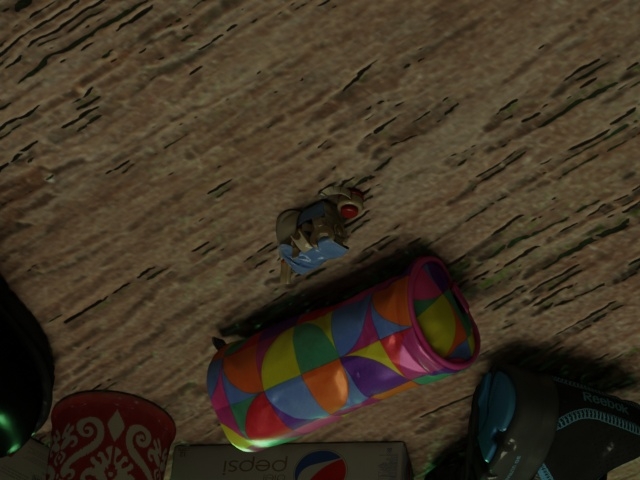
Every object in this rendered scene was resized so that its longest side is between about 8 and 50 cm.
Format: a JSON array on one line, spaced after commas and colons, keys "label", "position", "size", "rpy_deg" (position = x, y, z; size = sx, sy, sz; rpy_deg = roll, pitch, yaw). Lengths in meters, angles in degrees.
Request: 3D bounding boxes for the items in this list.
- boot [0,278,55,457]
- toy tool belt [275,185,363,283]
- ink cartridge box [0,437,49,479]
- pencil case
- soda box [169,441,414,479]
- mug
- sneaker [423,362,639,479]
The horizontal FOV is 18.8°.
[{"label": "boot", "position": [-0.317, 0.144, 1.513], "size": [0.131, 0.260, 0.348], "rpy_deg": [-2, 143, 11]}, {"label": "toy tool belt", "position": [0.000, 0.000, 1.449], "size": [0.052, 0.051, 0.083], "rpy_deg": [32, 136, -31]}, {"label": "ink cartridge box", "position": [-0.293, 0.244, 1.752], "size": [0.056, 0.135, 0.099], "rpy_deg": [-26, 133, 37]}, {"label": "pencil case", "position": [0.015, 0.092, 1.540], "size": [0.236, 0.104, 0.104], "rpy_deg": [-23, 135, 36]}, {"label": "soda box", "position": [-0.026, 0.231, 1.755], "size": [0.216, 0.069, 0.074], "rpy_deg": [-2, 143, 11]}, {"label": "mug", "position": [-0.190, 0.244, 1.709], "size": [0.113, 0.169, 0.150], "rpy_deg": [-2, 143, 10]}, {"label": "sneaker", "position": [0.171, 0.233, 1.684], "size": [0.139, 0.125, 0.341], "rpy_deg": [9, 146, -11]}]
